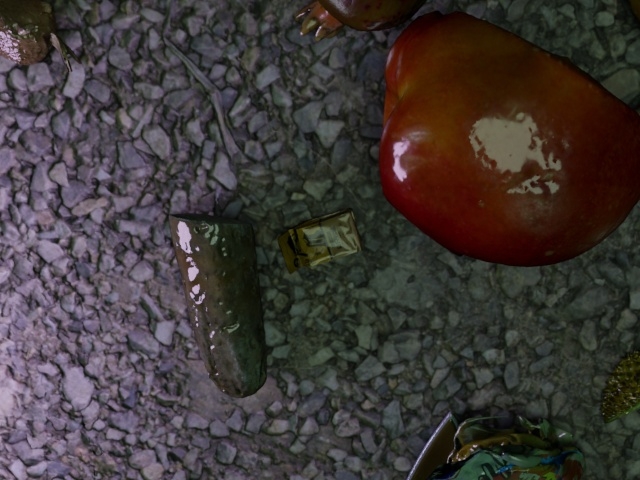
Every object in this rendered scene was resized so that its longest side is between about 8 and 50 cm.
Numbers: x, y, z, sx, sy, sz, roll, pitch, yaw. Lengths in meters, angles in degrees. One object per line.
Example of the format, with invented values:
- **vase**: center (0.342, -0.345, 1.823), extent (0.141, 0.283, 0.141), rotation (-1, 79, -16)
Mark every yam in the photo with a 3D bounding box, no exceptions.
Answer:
- **yam**: center (-0.150, 0.100, 1.455), extent (0.133, 0.133, 0.330), rotation (-10, 108, 0)

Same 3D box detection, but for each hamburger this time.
- **hamburger**: center (0.308, 0.385, 1.550), extent (0.260, 0.150, 0.276), rotation (-32, 130, 21)

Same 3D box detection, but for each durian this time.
- **durian**: center (0.564, 0.238, 1.564), extent (0.215, 0.086, 0.100), rotation (-38, 137, 10)

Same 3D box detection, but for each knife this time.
- **knife**: center (0.171, 0.455, 1.612), extent (0.061, 0.027, 0.343), rotation (22, 102, -5)

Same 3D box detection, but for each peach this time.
- **peach**: center (0.249, -0.128, 1.306), extent (0.406, 0.335, 0.310), rotation (30, 97, -9)

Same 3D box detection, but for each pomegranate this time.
- **pomegranate**: center (0.050, -0.387, 1.314), extent (0.246, 0.198, 0.198), rotation (-20, 105, 22)

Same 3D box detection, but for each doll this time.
- **doll**: center (-0.449, -0.322, 1.342), extent (0.221, 0.105, 0.115), rotation (25, 138, -9)

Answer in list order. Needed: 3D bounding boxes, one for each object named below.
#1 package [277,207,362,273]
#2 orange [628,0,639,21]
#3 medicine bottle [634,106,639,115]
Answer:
- **package**: center (0.000, 0.000, 1.477), extent (0.131, 0.047, 0.071), rotation (-20, 107, 4)
- **orange**: center (0.617, -0.429, 1.346), extent (0.334, 0.196, 0.262), rotation (-33, 90, 13)
- **medicine bottle**: center (0.613, -0.210, 1.419), extent (0.252, 0.114, 0.114), rotation (-30, 104, 4)
